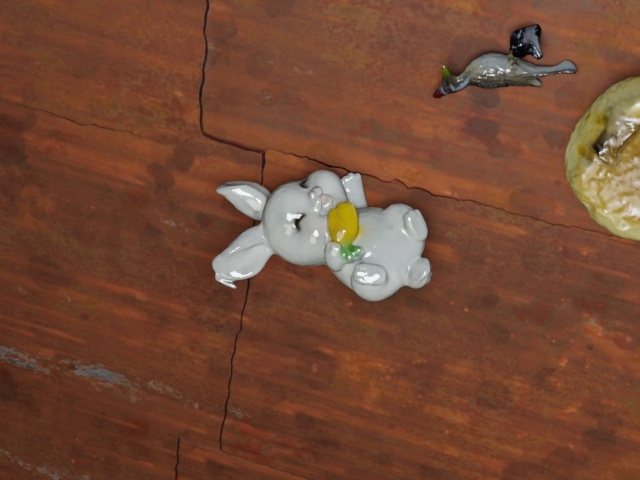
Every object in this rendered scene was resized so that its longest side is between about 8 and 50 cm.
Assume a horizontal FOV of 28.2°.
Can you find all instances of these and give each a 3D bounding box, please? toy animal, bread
[{"bbox_3d":[0.245,-0.237,1.780,0.202,0.070,0.105,-19,130,24],"label":"toy animal"},{"bbox_3d":[0.004,-0.006,1.918,0.325,0.208,0.154,-2,158,10],"label":"toy animal"},{"bbox_3d":[0.453,-0.120,1.734,0.244,0.134,0.244,9,118,16],"label":"bread"}]
